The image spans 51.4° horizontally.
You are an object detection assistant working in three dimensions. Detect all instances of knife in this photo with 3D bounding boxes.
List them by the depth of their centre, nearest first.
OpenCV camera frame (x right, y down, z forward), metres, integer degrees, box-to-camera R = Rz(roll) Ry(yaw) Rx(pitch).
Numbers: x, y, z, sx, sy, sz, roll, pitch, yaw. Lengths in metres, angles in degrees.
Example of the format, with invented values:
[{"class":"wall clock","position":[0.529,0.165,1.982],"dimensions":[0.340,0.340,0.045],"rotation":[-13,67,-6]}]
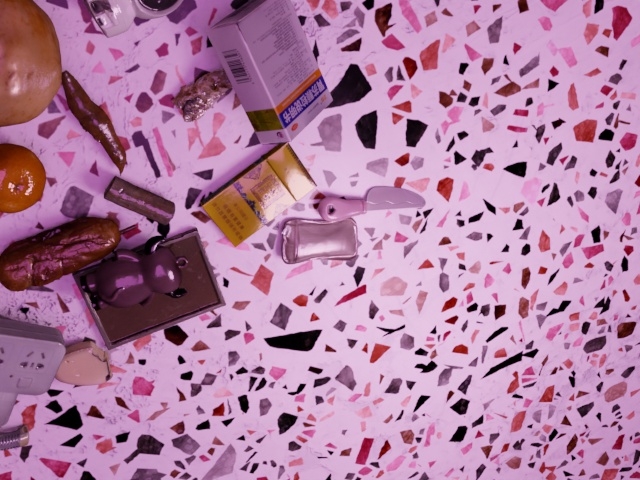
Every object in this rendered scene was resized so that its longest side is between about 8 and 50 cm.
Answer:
[{"class":"knife","position":[0.150,-0.111,1.886],"dimensions":[0.336,0.043,0.081],"rotation":[-9,101,-23]}]

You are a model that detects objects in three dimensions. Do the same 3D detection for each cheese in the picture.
[{"class":"cheese","position":[-0.683,0.332,1.747],"dimensions":[0.256,0.050,0.127],"rotation":[-5,113,-11]}]

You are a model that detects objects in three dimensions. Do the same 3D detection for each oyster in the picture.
[{"class":"oyster","position":[-0.266,-0.362,1.593],"dimensions":[0.106,0.061,0.200],"rotation":[34,105,-28]}]

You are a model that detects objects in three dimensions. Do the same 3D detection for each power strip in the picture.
[{"class":"power strip","position":[-0.787,0.313,1.643],"dimensions":[0.230,0.141,0.261],"rotation":[17,108,-36]}]

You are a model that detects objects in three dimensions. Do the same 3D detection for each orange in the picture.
[{"class":"orange","position":[-0.700,-0.141,1.487],"dimensions":[0.159,0.136,0.158],"rotation":[-20,123,-33]}]

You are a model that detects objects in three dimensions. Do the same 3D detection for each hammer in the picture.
[{"class":"hammer","position":[-0.874,0.522,1.717],"dimensions":[0.227,0.159,0.041],"rotation":[4,113,-36]}]

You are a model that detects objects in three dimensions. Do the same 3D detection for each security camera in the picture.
[{"class":"security camera","position":[-0.393,-0.557,1.399],"dimensions":[0.236,0.194,0.194],"rotation":[-30,119,-12]}]

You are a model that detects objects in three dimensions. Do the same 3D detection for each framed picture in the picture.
[{"class":"framed picture","position":[-0.446,0.131,1.765],"dimensions":[0.335,0.022,0.247],"rotation":[-21,117,-11]}]

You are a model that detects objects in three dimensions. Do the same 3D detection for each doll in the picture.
[{"class":"doll","position":[-0.456,0.092,1.665],"dimensions":[0.257,0.117,0.181],"rotation":[-24,120,-8]}]

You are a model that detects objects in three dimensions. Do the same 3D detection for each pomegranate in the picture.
[{"class":"pomegranate","position":[-0.682,-0.357,1.303],"dimensions":[0.333,0.332,0.332],"rotation":[-8,115,-18]}]

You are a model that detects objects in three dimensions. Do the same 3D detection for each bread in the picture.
[{"class":"bread","position":[-0.616,0.026,1.621],"dimensions":[0.344,0.084,0.124],"rotation":[-22,118,-11]}]

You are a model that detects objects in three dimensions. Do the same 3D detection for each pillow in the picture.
[{"class":"pillow","position":[0.000,0.000,1.866],"dimensions":[0.233,0.038,0.130],"rotation":[-4,102,-21]}]

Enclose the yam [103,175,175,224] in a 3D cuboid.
[{"class":"yam","position":[-0.446,-0.097,1.643],"dimensions":[0.169,0.068,0.068],"rotation":[26,101,-24]}]

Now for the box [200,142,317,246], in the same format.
[{"class":"box","position":[-0.161,-0.122,1.755],"dimensions":[0.279,0.041,0.153],"rotation":[-37,118,-2]}]

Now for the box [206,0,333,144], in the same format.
[{"class":"box","position":[-0.111,-0.405,1.561],"dimensions":[0.200,0.106,0.299],"rotation":[-50,128,-36]}]

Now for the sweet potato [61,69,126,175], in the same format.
[{"class":"sweet potato","position":[-0.519,-0.270,1.543],"dimensions":[0.067,0.067,0.273],"rotation":[-30,121,-6]}]
